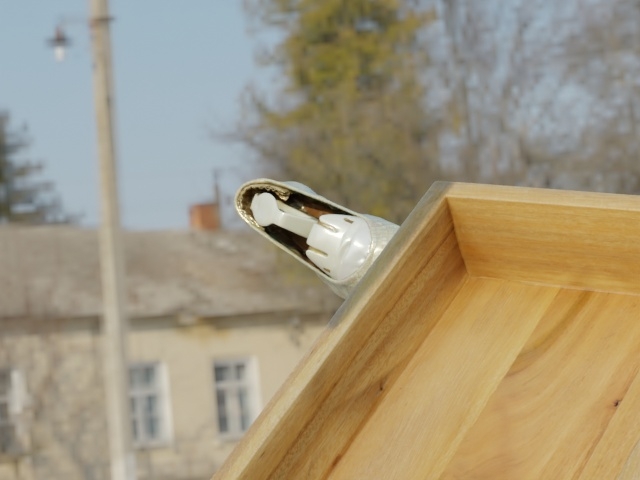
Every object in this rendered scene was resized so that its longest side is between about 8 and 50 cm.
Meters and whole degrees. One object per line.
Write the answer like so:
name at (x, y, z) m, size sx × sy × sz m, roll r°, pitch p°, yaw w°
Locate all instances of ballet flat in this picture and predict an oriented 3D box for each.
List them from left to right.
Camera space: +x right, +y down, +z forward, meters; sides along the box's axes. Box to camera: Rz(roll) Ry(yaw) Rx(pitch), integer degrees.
ballet flat at (0.000, 0.000, 1.159) m, size 0.052 × 0.057 × 0.168 m, roll 20°, pitch 3°, yaw -39°

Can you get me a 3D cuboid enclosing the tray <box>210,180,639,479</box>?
tray at (0.059, 0.125, 0.839) m, size 0.202 × 0.076 × 0.411 m, roll 6°, pitch 41°, yaw 33°
